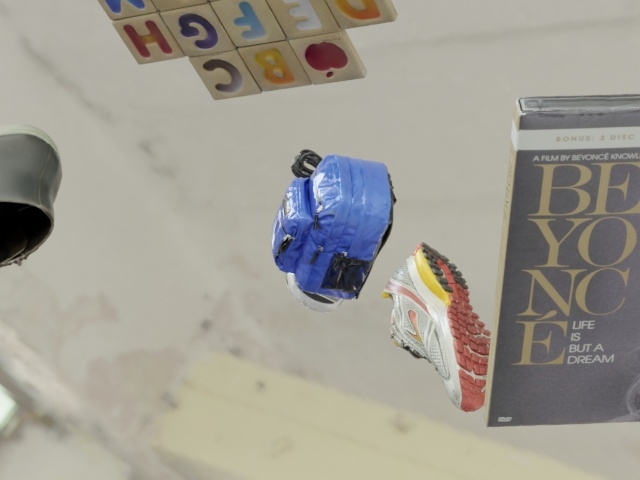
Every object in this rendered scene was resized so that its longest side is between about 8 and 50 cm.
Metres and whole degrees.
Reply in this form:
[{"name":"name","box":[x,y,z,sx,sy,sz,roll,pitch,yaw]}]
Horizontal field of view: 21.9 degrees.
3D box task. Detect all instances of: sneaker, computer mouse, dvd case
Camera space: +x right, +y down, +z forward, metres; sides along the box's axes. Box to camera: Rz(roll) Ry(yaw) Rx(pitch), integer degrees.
[{"name":"sneaker","box":[-0.293,-0.011,1.182,0.118,0.222,0.083,-107,174,-63]},{"name":"computer mouse","box":[0.000,0.000,1.699,0.106,0.193,0.042,28,-41,-14]},{"name":"dvd case","box":[0.174,0.016,0.856,0.164,0.018,0.221,-2,-49,-2]},{"name":"sneaker","box":[0.133,0.108,1.837,0.088,0.093,0.225,31,26,-35]}]

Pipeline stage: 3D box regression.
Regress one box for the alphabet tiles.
[{"name":"alphabet tiles","box":[-0.101,-0.260,1.464,0.285,0.011,0.342,-6,-45,30]}]

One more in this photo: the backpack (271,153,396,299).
[{"name":"backpack","box":[0.013,-0.017,1.534,0.101,0.098,0.120,10,-48,-21]}]
